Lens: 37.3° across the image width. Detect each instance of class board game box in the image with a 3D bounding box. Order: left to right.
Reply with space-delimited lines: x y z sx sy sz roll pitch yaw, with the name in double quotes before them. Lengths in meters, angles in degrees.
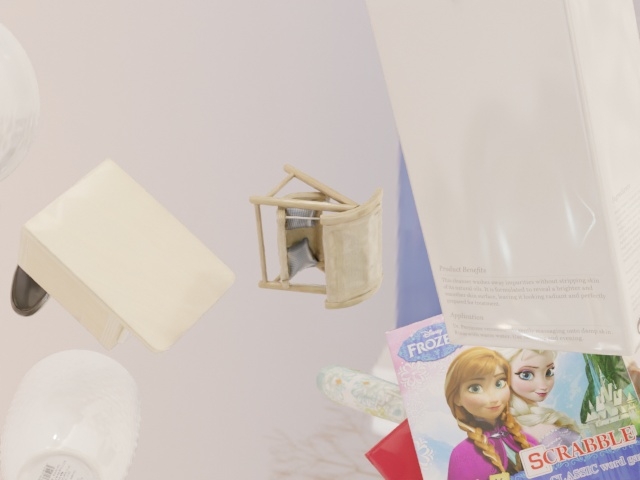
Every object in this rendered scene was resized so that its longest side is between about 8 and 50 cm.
"board game box" 0.282 0.233 1.350 0.066 0.318 0.318 51 -158 -60

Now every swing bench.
"swing bench" 0.000 0.000 2.071 0.165 0.254 0.253 -47 -35 -42

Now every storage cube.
"storage cube" 0.217 0.367 1.604 0.215 0.193 0.183 -43 -12 6

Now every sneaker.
"sneaker" -0.517 0.035 1.721 0.118 0.083 0.222 163 128 -88

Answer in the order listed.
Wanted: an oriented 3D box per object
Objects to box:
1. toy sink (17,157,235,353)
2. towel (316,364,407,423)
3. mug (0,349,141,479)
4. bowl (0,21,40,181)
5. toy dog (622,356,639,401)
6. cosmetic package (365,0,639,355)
"toy sink" -0.252 0.041 1.226 0.153 0.234 0.131 -47 -4 -32
"towel" 0.219 0.368 2.079 0.374 0.320 0.090 22 -101 -36
"mug" -0.541 0.449 1.938 0.374 0.276 0.328 -50 17 9
"bowl" -0.553 -0.189 1.313 0.134 0.297 0.298 -100 13 -76
"toy dog" 0.495 0.224 1.932 0.408 0.284 0.395 42 -150 -14
"cosmetic package" 0.209 -0.090 0.949 0.156 0.217 0.385 -30 -67 -46
